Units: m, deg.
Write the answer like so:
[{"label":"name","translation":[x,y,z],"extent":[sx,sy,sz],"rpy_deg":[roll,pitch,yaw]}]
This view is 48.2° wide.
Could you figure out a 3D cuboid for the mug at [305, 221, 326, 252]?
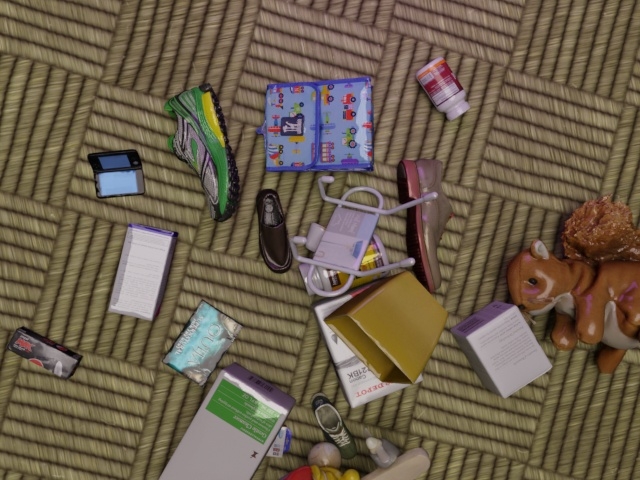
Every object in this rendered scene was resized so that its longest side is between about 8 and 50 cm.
[{"label":"mug","translation":[-0.002,-0.001,1.822],"extent":[0.078,0.062,0.064],"rpy_deg":[28,96,6]}]

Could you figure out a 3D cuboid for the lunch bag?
[{"label":"lunch bag","translation":[-0.014,-0.285,1.801],"extent":[0.293,0.138,0.221],"rpy_deg":[-1,91,7]}]

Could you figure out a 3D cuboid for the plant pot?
[{"label":"plant pot","translation":[0.166,0.190,1.659],"extent":[0.212,0.212,0.187],"rpy_deg":[46,73,-3]}]

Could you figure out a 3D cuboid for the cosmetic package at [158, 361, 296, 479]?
[{"label":"cosmetic package","translation":[-0.235,0.506,1.736],"extent":[0.197,0.155,0.365],"rpy_deg":[29,90,5]}]

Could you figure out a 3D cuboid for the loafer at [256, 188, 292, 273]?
[{"label":"loafer","translation":[-0.122,-0.022,1.800],"extent":[0.080,0.078,0.220],"rpy_deg":[-14,91,-5]}]

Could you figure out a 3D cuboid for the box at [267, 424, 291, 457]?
[{"label":"box","translation":[-0.143,0.507,1.828],"extent":[0.136,0.028,0.081],"rpy_deg":[8,89,-3]}]

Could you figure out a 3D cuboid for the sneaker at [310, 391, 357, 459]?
[{"label":"sneaker","translation":[0.034,0.481,1.813],"extent":[0.064,0.086,0.192],"rpy_deg":[-30,93,-4]}]

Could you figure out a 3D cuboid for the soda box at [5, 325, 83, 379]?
[{"label":"soda box","translation":[-0.680,0.277,1.766],"extent":[0.169,0.053,0.060],"rpy_deg":[28,88,-4]}]

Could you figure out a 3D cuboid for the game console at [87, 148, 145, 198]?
[{"label":"game console","translation":[-0.505,-0.165,1.772],"extent":[0.122,0.107,0.071],"rpy_deg":[-6,63,-5]}]

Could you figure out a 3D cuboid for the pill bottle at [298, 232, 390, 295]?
[{"label":"pill bottle","translation":[0.058,0.066,1.797],"extent":[0.215,0.117,0.117],"rpy_deg":[-19,92,-5]}]

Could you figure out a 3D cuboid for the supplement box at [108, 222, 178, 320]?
[{"label":"supplement box","translation":[-0.432,0.075,1.758],"extent":[0.114,0.111,0.220],"rpy_deg":[12,89,-5]}]

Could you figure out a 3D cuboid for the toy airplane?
[{"label":"toy airplane","translation":[0.054,0.620,1.736],"extent":[0.386,0.384,0.272],"rpy_deg":[-10,51,-12]}]

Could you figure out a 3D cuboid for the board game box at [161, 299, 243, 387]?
[{"label":"board game box","translation":[-0.298,0.261,1.813],"extent":[0.126,0.026,0.186],"rpy_deg":[33,88,-4]}]

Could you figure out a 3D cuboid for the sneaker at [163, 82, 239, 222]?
[{"label":"sneaker","translation":[-0.290,-0.207,1.774],"extent":[0.146,0.134,0.343],"rpy_deg":[-16,83,2]}]

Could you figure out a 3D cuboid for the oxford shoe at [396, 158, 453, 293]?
[{"label":"oxford shoe","translation":[0.285,-0.040,1.817],"extent":[0.130,0.123,0.348],"rpy_deg":[-8,92,-10]}]

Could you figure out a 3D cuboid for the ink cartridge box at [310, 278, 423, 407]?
[{"label":"ink cartridge box","translation":[0.115,0.256,1.805],"extent":[0.197,0.114,0.273],"rpy_deg":[-21,93,-6]}]

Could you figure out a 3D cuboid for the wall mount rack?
[{"label":"wall mount rack","translation":[0.104,-0.025,1.702],"extent":[0.304,0.130,0.350],"rpy_deg":[12,55,17]}]

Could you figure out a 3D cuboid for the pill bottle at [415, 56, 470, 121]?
[{"label":"pill bottle","translation":[0.316,-0.386,1.834],"extent":[0.086,0.086,0.152],"rpy_deg":[-34,94,-4]}]

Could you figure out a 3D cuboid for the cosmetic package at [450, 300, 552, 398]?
[{"label":"cosmetic package","translation":[0.455,0.273,1.817],"extent":[0.151,0.151,0.184],"rpy_deg":[-32,94,-4]}]

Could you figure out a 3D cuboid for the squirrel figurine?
[{"label":"squirrel figurine","translation":[0.669,0.088,1.813],"extent":[0.370,0.281,0.397],"rpy_deg":[24,74,6]}]
